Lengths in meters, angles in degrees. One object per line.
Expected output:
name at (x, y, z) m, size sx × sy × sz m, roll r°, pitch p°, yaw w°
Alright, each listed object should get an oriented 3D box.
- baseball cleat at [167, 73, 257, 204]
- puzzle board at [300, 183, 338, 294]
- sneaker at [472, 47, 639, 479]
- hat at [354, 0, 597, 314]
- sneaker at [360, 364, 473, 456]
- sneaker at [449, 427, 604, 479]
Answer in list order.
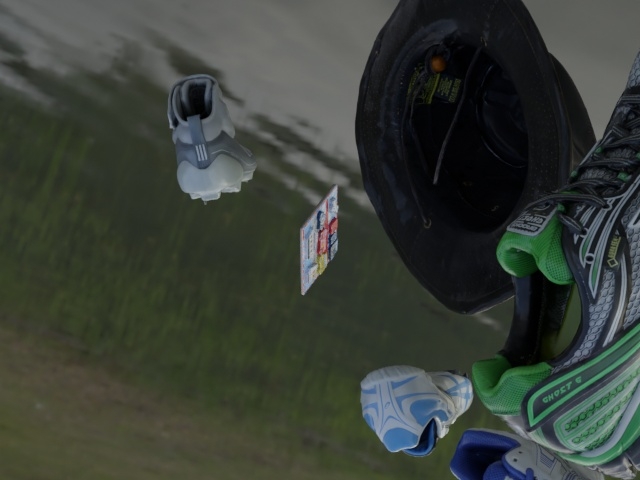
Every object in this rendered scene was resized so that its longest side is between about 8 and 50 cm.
baseball cleat at (-0.095, -0.095, 1.203) m, size 0.072 × 0.109 × 0.206 m, roll -9°, pitch -170°, yaw -4°
puzzle board at (0.000, 0.000, 1.815) m, size 0.011 × 0.096 × 0.128 m, roll 20°, pitch 139°, yaw 19°
sneaker at (0.211, -0.017, 0.916) m, size 0.146 × 0.344 × 0.134 m, roll 20°, pitch 175°, yaw -23°
hat at (0.165, -0.093, 1.239) m, size 0.134 × 0.331 × 0.331 m, roll -2°, pitch 174°, yaw -29°
sneaker at (0.097, 0.168, 1.335) m, size 0.085 × 0.086 × 0.237 m, roll -9°, pitch 171°, yaw 19°
sneaker at (0.202, 0.243, 1.161) m, size 0.131 × 0.112 × 0.296 m, roll 18°, pitch -177°, yaw -18°
